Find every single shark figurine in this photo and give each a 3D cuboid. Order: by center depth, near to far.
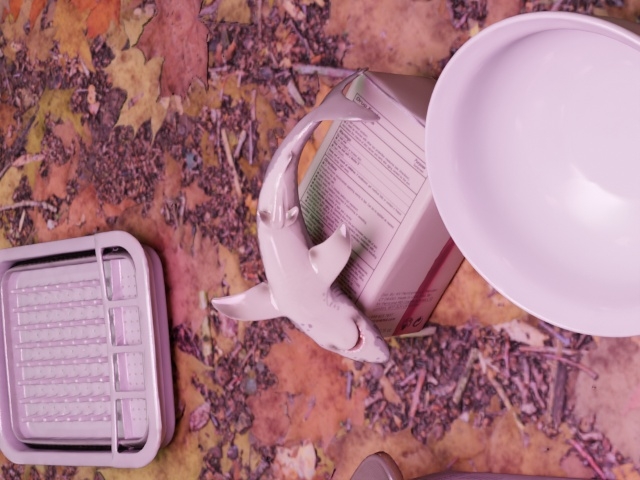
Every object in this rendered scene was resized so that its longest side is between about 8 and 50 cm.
[{"bbox_3d":[-0.018,-0.023,1.390,0.166,0.116,0.278,-1,101,8],"label":"shark figurine"}]

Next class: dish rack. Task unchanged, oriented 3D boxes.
[{"bbox_3d":[-0.298,0.139,1.824,0.333,0.072,0.285,-7,88,41],"label":"dish rack"}]

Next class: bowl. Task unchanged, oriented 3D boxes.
[{"bbox_3d":[0.250,-0.076,1.264,0.298,0.134,0.298,20,126,30],"label":"bowl"}]

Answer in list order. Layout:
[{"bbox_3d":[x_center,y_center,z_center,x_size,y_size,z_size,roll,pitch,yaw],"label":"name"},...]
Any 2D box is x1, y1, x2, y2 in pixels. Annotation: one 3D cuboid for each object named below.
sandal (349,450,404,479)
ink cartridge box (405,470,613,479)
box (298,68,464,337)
[{"bbox_3d":[0.017,0.294,1.396,0.219,0.060,0.090,-53,56,33],"label":"sandal"},{"bbox_3d":[0.149,0.386,1.400,0.272,0.130,0.309,-4,88,44],"label":"ink cartridge box"},{"bbox_3d":[0.071,-0.035,1.456,0.148,0.127,0.232,45,119,31],"label":"box"}]
